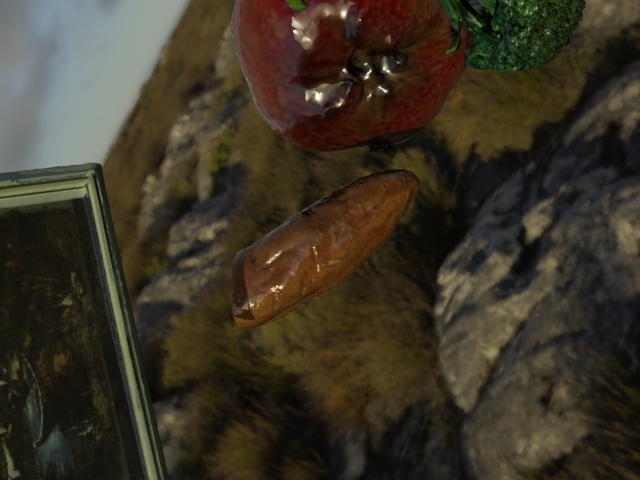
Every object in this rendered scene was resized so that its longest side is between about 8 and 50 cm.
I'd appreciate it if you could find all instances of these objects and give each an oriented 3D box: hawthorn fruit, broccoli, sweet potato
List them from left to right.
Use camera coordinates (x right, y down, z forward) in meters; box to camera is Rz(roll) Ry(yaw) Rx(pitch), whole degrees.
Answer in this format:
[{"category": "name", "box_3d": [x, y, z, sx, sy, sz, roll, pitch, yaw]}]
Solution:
[{"category": "sweet potato", "box_3d": [0.000, 0.000, 1.095, 0.251, 0.097, 0.097, -38, 13, -2]}, {"category": "hawthorn fruit", "box_3d": [0.033, -0.280, 1.242, 0.285, 0.284, 0.369, -53, 25, 36]}, {"category": "broccoli", "box_3d": [0.103, -0.259, 0.841, 0.297, 0.298, 0.297, -20, 21, 6]}]

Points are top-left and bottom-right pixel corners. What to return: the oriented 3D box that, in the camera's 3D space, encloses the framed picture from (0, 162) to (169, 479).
[{"category": "framed picture", "box_3d": [-0.243, 0.091, 0.784, 0.019, 0.232, 0.296, -18, 85, 55]}]
